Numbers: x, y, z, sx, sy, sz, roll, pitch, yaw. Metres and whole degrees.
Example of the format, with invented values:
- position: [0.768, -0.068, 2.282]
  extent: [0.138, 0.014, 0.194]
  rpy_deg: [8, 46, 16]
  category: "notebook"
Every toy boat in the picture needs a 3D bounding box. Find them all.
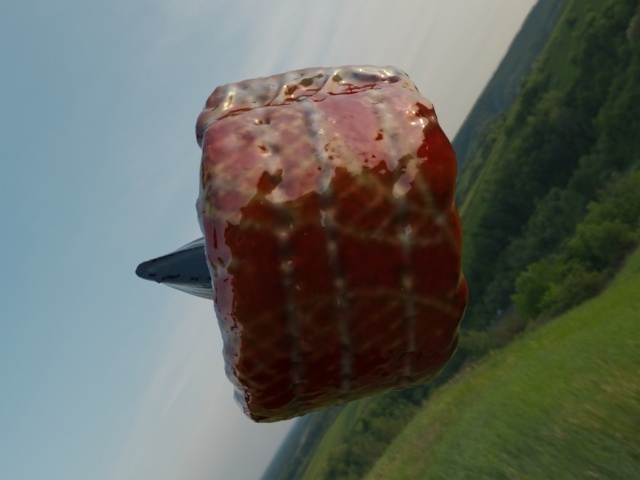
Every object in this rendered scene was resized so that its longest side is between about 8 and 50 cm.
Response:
- position: [-0.140, 0.039, 1.027]
  extent: [0.079, 0.392, 0.136]
  rpy_deg: [6, -101, -67]
  category: "toy boat"

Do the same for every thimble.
- position: [0.000, 0.000, 0.654]
  extent: [0.350, 0.231, 0.350]
  rpy_deg: [172, 90, -82]
  category: "thimble"
